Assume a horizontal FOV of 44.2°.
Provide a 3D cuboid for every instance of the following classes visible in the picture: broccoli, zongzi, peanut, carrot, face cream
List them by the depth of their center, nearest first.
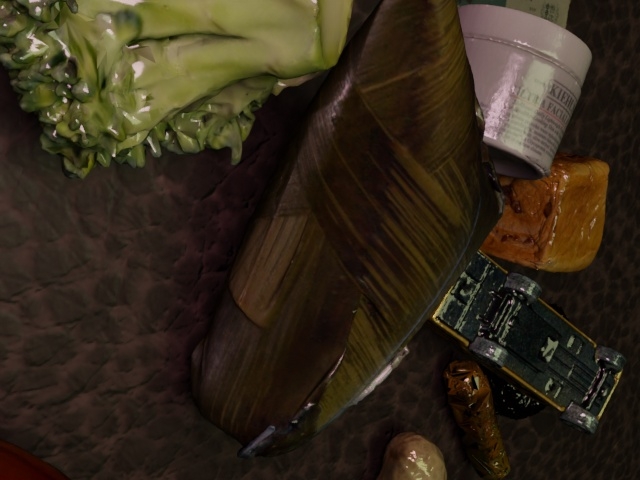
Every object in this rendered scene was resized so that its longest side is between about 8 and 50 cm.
[{"bbox_3d":[-0.106,-0.207,0.620,0.272,0.324,0.334,13,106,0],"label":"broccoli"},{"bbox_3d":[0.000,0.000,0.698,0.403,0.208,0.432,-52,161,-9],"label":"zongzi"},{"bbox_3d":[0.208,-0.169,0.926,0.177,0.177,0.152,20,90,-42],"label":"face cream"},{"bbox_3d":[0.108,0.366,1.061,0.104,0.086,0.227,5,101,-32],"label":"peanut"},{"bbox_3d":[0.229,0.264,1.146,0.069,0.069,0.228,-40,127,-25],"label":"carrot"}]

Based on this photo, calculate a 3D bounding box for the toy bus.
[{"bbox_3d":[0.266,0.134,1.060,0.335,0.123,0.121,36,77,-27],"label":"toy bus"}]

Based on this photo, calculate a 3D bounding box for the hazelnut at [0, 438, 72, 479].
[{"bbox_3d":[-0.310,0.327,0.540,0.359,0.359,0.409,19,94,-42],"label":"hazelnut"}]

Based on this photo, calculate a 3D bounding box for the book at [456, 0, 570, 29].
[{"bbox_3d":[0.230,-0.374,0.989,0.283,0.025,0.214,-4,104,-38],"label":"book"}]

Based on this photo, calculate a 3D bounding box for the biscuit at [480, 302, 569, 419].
[{"bbox_3d":[0.318,0.186,1.208,0.195,0.053,0.194,-13,111,-37],"label":"biscuit"}]

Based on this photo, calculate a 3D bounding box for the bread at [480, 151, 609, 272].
[{"bbox_3d":[0.299,-0.044,1.070,0.143,0.149,0.158,-10,115,-36],"label":"bread"}]
